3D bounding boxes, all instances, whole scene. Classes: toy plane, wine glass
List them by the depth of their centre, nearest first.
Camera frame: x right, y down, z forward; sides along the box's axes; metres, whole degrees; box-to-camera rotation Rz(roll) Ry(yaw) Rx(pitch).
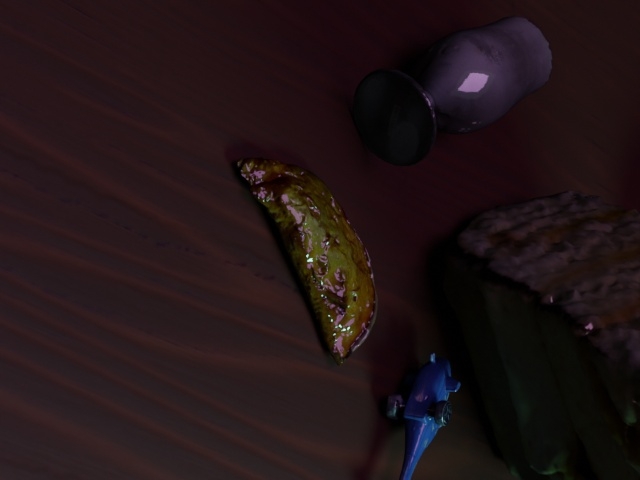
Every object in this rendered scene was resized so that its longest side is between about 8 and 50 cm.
[{"bbox_3d":[0.082,0.169,1.365,0.062,0.054,0.167,65,38,-49],"label":"toy plane"},{"bbox_3d":[0.124,-0.139,1.451,0.202,0.093,0.093,-29,100,-43],"label":"wine glass"}]

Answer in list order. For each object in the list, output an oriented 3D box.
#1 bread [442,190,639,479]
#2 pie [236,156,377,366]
[{"bbox_3d":[0.283,0.138,1.411,0.239,0.395,0.264,-20,119,-28],"label":"bread"},{"bbox_3d":[0.002,0.001,1.336,0.088,0.033,0.191,-41,109,-47],"label":"pie"}]
